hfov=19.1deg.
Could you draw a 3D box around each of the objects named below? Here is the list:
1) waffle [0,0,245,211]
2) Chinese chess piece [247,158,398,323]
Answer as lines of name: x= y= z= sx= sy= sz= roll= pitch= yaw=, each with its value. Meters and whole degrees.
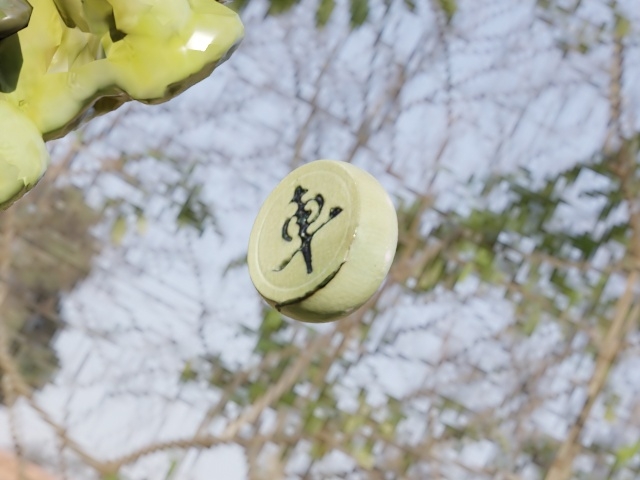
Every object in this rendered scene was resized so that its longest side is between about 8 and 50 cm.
waffle: x=-0.096 y=-0.056 z=0.380 sx=0.214 sy=0.208 sz=0.054 roll=-23 pitch=-55 yaw=13
Chinese chess piece: x=0.000 y=0.000 z=0.952 sx=0.034 sy=0.084 sz=0.084 roll=28 pitch=-13 yaw=-40
